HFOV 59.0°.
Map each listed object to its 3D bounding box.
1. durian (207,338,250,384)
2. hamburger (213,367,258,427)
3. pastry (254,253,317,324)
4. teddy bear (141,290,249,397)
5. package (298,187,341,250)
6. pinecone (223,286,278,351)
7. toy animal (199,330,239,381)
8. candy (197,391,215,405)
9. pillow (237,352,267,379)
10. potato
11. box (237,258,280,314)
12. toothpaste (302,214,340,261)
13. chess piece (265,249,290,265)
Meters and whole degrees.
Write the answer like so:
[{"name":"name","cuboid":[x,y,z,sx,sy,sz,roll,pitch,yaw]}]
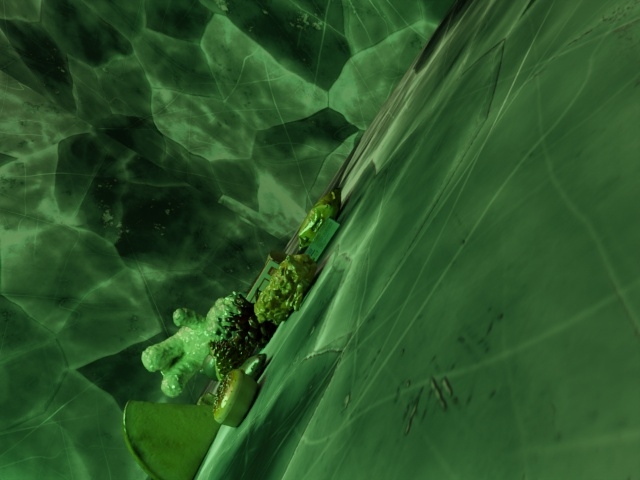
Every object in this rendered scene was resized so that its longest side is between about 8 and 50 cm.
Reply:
[{"name":"durian","cuboid":[-0.317,0.396,1.843,0.139,0.144,0.252,-59,37,9]},{"name":"hamburger","cuboid":[-0.200,0.359,1.304,0.126,0.082,0.141,-56,6,28]},{"name":"pastry","cuboid":[-0.096,0.133,1.525,0.250,0.102,0.154,-52,9,48]},{"name":"teddy bear","cuboid":[-0.431,0.382,2.176,0.362,0.327,0.375,-28,9,41]},{"name":"package","cuboid":[-0.001,-0.072,1.928,0.226,0.090,0.168,-53,4,27]},{"name":"pinecone","cuboid":[-0.207,0.243,1.716,0.195,0.150,0.179,-62,11,-3]},{"name":"toy animal","cuboid":[-0.317,0.394,2.005,0.251,0.125,0.127,-55,-6,25]},{"name":"candy","cuboid":[-0.365,0.554,1.827,0.110,0.085,0.095,-68,-9,26]},{"name":"pillow","cuboid":[-0.198,0.357,1.475,0.093,0.051,0.241,-62,8,-34]},{"name":"potato","cuboid":[-0.428,0.523,1.558,0.112,0.255,0.269,-52,8,43]},{"name":"box","cuboid":[-0.186,0.189,1.993,0.229,0.123,0.050,-58,9,0]},{"name":"toothpaste","cuboid":[0.000,0.000,1.720,0.164,0.046,0.034,-57,7,16]},{"name":"chess piece","cuboid":[-0.210,0.194,2.299,0.300,0.137,0.137,-62,4,18]}]
